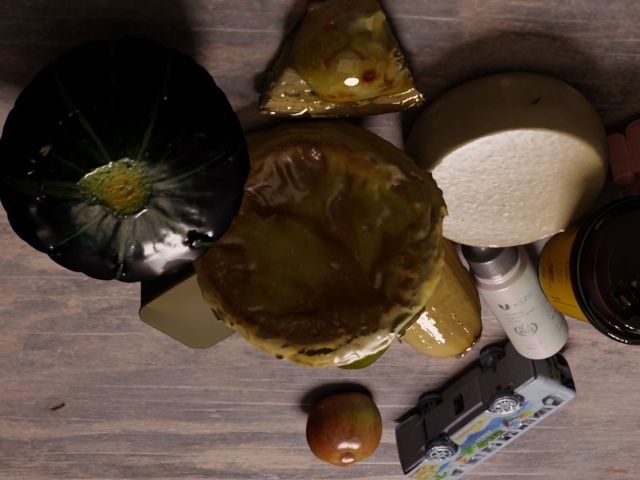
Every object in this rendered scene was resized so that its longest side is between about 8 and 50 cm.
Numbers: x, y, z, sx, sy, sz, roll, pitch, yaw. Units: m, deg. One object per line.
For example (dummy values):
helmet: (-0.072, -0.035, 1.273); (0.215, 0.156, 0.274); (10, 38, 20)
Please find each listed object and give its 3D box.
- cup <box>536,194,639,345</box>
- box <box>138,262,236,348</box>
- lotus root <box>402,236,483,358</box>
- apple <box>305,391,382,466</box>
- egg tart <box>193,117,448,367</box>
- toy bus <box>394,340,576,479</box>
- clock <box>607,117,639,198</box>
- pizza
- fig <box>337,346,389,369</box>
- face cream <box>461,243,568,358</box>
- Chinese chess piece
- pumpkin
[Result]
cup: (0.398, 0.040, 2.042); (0.196, 0.196, 0.279); (0, 178, -10)
box: (-0.147, 0.053, 2.115); (0.201, 0.090, 0.144); (-32, 136, 28)
lotus root: (0.130, 0.053, 2.100); (0.130, 0.146, 0.303); (-19, 126, 22)
apple: (0.039, 0.306, 2.460); (0.126, 0.102, 0.126); (-5, 142, -4)
egg tart: (-0.001, 0.000, 1.949); (0.341, 0.341, 0.132); (-20, 176, 15)
toy bus: (0.267, 0.276, 2.455); (0.136, 0.109, 0.329); (21, 133, -32)
clock: (0.468, -0.102, 2.028); (0.165, 0.093, 0.162); (-16, 151, 19)
pizza: (0.011, -0.199, 1.828); (0.204, 0.081, 0.188); (-12, 142, 8)
fig: (0.096, 0.096, 2.224); (0.236, 0.124, 0.124); (-30, 143, -9)
face cream: (0.275, 0.062, 2.196); (0.092, 0.092, 0.311); (-19, 141, 14)
Chinese chess piece: (0.242, -0.102, 1.972); (0.273, 0.102, 0.273); (-4, 143, -3)
pumpkin: (-0.232, -0.105, 1.811); (0.295, 0.296, 0.296); (-5, 142, -4)
